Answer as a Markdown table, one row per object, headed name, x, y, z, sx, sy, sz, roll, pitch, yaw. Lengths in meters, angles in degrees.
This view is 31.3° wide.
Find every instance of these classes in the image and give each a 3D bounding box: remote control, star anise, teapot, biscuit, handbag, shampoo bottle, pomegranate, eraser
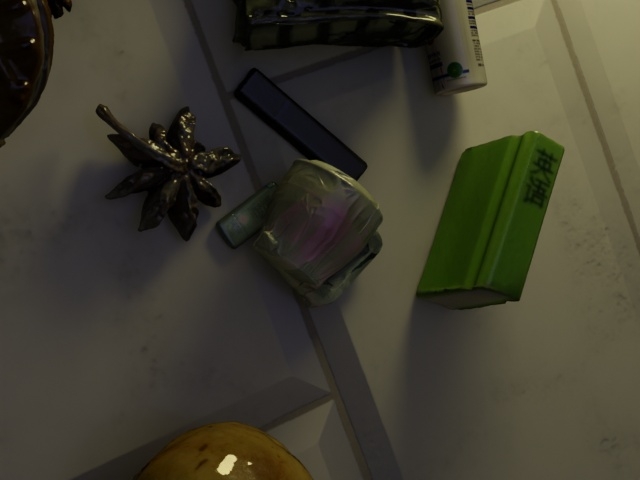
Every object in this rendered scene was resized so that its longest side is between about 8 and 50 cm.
| name | x | y | z | sx | sy | sz | roll | pitch | yaw |
| --- | --- | --- | --- | --- | --- | --- | --- | --- | --- |
| remote control | -0.104 | -0.040 | 1.772 | 0.124 | 0.018 | 0.053 | -40 | 103 | -22 |
| star anise | -0.228 | -0.111 | 1.682 | 0.231 | 0.089 | 0.209 | 17 | 71 | -34 |
| teapot | -0.012 | -0.008 | 1.750 | 0.163 | 0.221 | 0.178 | 33 | 79 | 14 |
| remote control | -0.030 | -0.176 | 1.815 | 0.245 | 0.025 | 0.063 | 39 | 75 | -17 |
| biscuit | -0.511 | -0.268 | 1.490 | 0.332 | 0.103 | 0.332 | 1 | 105 | 2 |
| handbag | 0.015 | -0.464 | 1.793 | 0.327 | 0.162 | 0.325 | -6 | 85 | -17 |
| shampoo bottle | 0.207 | -0.398 | 1.904 | 0.092 | 0.092 | 0.303 | -12 | 91 | -25 |
| pomegranate | -0.137 | 0.419 | 1.551 | 0.333 | 0.332 | 0.332 | 2 | 85 | -25 |
| eraser | 0.273 | -0.026 | 1.842 | 0.092 | 0.210 | 0.274 | 26 | 74 | -21 |

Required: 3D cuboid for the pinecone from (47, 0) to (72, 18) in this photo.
| name | x | y | z | sx | sy | sz | roll | pitch | yaw |
| --- | --- | --- | --- | --- | --- | --- | --- | --- | --- |
| pinecone | -0.412 | -0.371 | 1.584 | 0.174 | 0.173 | 0.173 | 2 | 85 | -25 |
